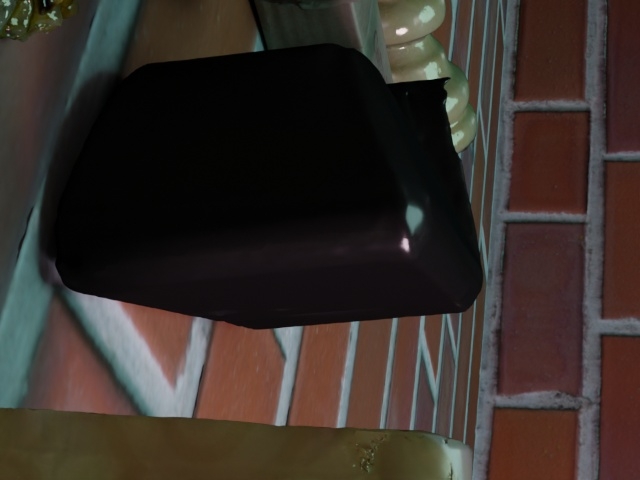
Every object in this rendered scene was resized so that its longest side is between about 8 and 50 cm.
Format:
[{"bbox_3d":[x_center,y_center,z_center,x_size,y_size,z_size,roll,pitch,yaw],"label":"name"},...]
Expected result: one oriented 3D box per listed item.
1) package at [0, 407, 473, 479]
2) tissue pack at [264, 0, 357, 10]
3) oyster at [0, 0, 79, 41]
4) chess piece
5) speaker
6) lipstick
[{"bbox_3d":[-0.082,0.210,0.377,0.165,0.221,0.311,22,65,-34],"label":"package"},{"bbox_3d":[0.039,-0.308,0.609,0.194,0.266,0.356,-4,96,-49],"label":"tissue pack"},{"bbox_3d":[-0.121,-0.156,0.508,0.121,0.045,0.146,96,0,-70],"label":"oyster"},{"bbox_3d":[0.076,-0.205,1.167,0.133,0.133,0.243,-69,152,-56],"label":"chess piece"},{"bbox_3d":[-0.007,-0.049,0.721,0.388,0.180,0.184,29,56,-76],"label":"speaker"},{"bbox_3d":[0.012,-0.140,0.972,0.371,0.080,0.076,72,23,-56],"label":"lipstick"}]
